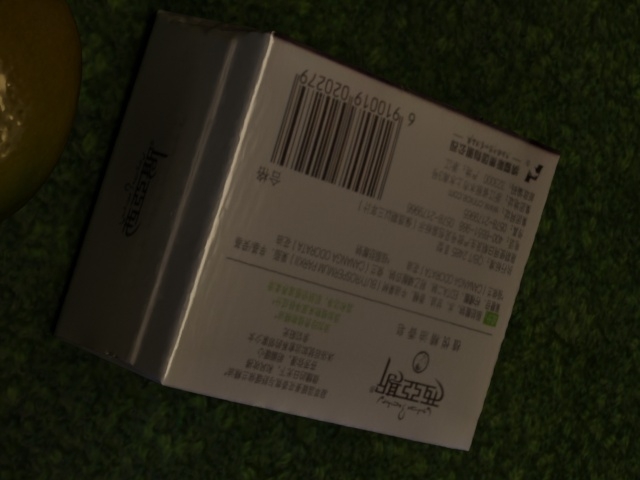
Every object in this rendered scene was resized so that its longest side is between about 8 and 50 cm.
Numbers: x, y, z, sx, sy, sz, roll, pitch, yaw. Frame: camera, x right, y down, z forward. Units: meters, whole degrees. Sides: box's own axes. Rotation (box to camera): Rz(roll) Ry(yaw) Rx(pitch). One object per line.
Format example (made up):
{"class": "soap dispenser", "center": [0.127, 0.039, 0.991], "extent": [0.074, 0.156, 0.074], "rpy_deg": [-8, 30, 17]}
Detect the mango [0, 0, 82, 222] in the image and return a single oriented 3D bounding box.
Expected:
{"class": "mango", "center": [-0.212, -0.051, 0.849], "extent": [0.237, 0.091, 0.137], "rpy_deg": [-30, 115, -34]}

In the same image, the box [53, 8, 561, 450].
{"class": "box", "center": [0.000, 0.000, 1.047], "extent": [0.260, 0.111, 0.194], "rpy_deg": [19, 89, -46]}
